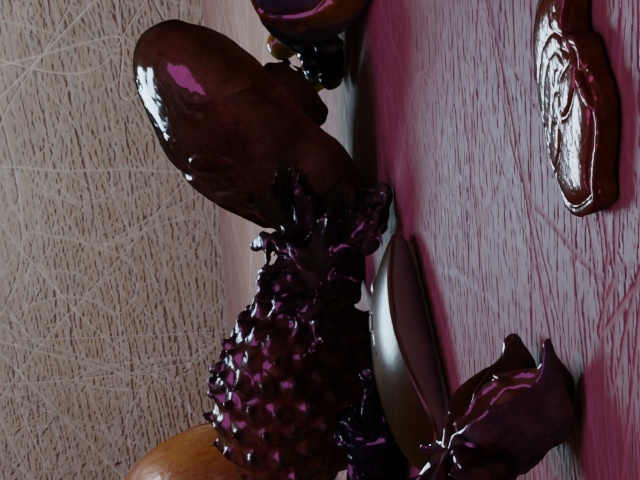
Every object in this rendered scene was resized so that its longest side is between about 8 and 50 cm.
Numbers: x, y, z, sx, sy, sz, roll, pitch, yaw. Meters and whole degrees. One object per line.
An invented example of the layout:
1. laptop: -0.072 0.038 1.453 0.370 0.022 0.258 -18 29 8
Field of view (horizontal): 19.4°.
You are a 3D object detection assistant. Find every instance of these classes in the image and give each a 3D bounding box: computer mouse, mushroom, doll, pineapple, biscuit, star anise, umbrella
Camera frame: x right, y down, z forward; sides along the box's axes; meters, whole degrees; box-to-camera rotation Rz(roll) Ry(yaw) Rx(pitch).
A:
1. computer mouse: 0.067 0.089 1.525 0.102 0.045 0.199 100 162 -56
2. mushroom: -0.067 -0.103 1.763 0.278 0.146 0.278 43 173 7
3. doll: -0.018 -0.237 1.721 0.316 0.103 0.145 89 169 -70
4. pineapple: -0.006 0.079 1.729 0.175 0.175 0.361 -103 24 -44
5. biscuit: 0.133 -0.074 0.994 0.102 0.019 0.130 98 163 -65
6. star anise: 0.147 0.186 1.101 0.227 0.218 0.148 46 139 -7
7. umbrella: 0.047 0.190 1.683 0.224 0.071 0.080 87 -158 -57

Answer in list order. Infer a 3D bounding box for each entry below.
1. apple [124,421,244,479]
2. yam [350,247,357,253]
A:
1. apple: -0.122 0.365 2.324 0.299 0.275 0.299 180 90 -81
2. yam: 0.000 0.000 1.890 0.169 0.068 0.068 -121 26 -64
